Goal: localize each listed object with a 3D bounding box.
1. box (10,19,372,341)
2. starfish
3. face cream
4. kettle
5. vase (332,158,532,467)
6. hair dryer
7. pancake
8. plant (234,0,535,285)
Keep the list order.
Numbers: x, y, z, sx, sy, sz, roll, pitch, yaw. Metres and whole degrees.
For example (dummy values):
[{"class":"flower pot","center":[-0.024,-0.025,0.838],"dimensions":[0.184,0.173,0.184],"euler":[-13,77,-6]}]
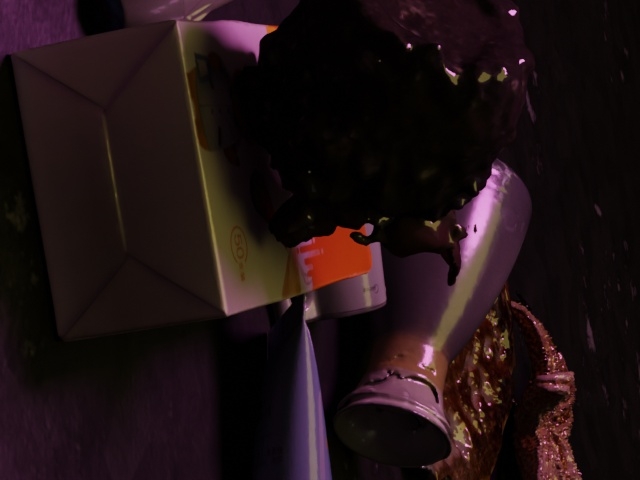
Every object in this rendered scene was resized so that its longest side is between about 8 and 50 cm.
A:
[{"class":"box","center":[-0.087,-0.055,1.414],"dimensions":[0.341,0.143,0.225],"euler":[-14,95,-70]},{"class":"starfish","center":[0.279,0.215,2.271],"dimensions":[0.312,0.113,0.303],"euler":[45,41,-73]},{"class":"face cream","center":[-0.024,0.246,1.519],"dimensions":[0.135,0.086,0.385],"euler":[129,-38,-67]},{"class":"kettle","center":[0.006,-0.001,1.687],"dimensions":[0.127,0.098,0.148],"euler":[-30,113,-73]},{"class":"vase","center":[0.105,0.067,1.825],"dimensions":[0.173,0.173,0.321],"euler":[59,39,-43]},{"class":"hair dryer","center":[-0.115,-0.263,1.450],"dimensions":[0.167,0.067,0.199],"euler":[-4,77,-27]},{"class":"pancake","center":[0.150,0.118,2.073],"dimensions":[0.305,0.067,0.427],"euler":[26,59,-56]},{"class":"plant","center":[0.044,-0.096,1.298],"dimensions":[0.234,0.204,0.178],"euler":[119,-30,-42]}]
